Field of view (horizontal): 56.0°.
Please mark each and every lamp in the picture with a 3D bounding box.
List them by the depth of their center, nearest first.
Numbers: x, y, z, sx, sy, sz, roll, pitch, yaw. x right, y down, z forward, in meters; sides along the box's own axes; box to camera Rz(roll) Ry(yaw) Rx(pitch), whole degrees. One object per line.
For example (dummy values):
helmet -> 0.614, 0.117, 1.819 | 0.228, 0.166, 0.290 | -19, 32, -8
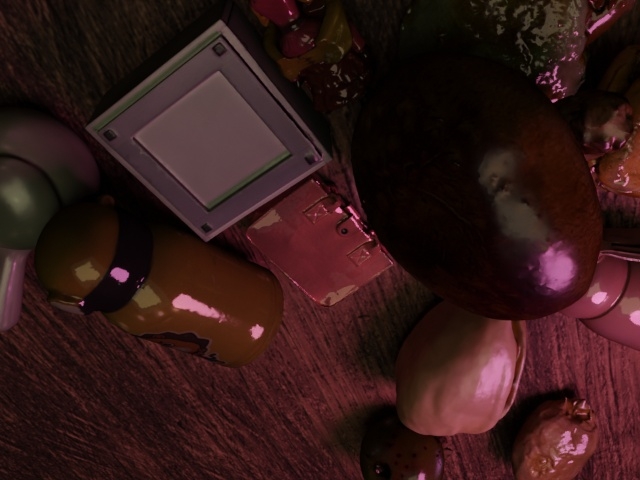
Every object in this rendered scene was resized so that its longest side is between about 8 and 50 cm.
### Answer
lamp -> -0.026, -0.272, 0.723 | 0.118, 0.118, 0.253 | -30, 122, 18

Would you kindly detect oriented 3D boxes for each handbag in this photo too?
handbag -> 0.000, 0.000, 0.952 | 0.157, 0.059, 0.212 | -34, 120, 20

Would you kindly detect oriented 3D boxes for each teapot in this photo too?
teapot -> -0.416, -0.027, 0.854 | 0.220, 0.149, 0.318 | -6, 125, 3

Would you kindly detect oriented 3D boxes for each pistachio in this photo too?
pistachio -> 0.244, 0.211, 1.048 | 0.193, 0.214, 0.318 | -11, 130, -52

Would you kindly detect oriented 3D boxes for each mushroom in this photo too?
mushroom -> 0.174, -0.059, 0.730 | 0.239, 0.345, 0.345 | -10, 133, -36

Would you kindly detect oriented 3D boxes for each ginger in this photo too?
ginger -> 0.472, 0.429, 1.244 | 0.138, 0.152, 0.267 | 29, 130, 12

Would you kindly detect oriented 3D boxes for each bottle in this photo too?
bottle -> -0.228, 0.061, 0.856 | 0.171, 0.171, 0.351 | -38, 138, 22
bottle -> 0.513, 0.077, 0.962 | 0.297, 0.173, 0.206 | 21, 146, -14

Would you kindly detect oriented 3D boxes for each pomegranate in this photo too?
pomegranate -> 0.178, 0.454, 1.227 | 0.179, 0.179, 0.210 | -34, 133, 20

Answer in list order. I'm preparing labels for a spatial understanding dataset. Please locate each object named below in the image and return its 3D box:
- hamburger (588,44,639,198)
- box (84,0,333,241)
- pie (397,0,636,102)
hamburger -> 0.427, -0.150, 0.795 | 0.214, 0.108, 0.213 | -24, 132, -30
box -> -0.137, -0.151, 0.799 | 0.225, 0.117, 0.225 | -32, 122, 18
pie -> 0.229, -0.248, 0.772 | 0.257, 0.105, 0.274 | 17, 123, 2
